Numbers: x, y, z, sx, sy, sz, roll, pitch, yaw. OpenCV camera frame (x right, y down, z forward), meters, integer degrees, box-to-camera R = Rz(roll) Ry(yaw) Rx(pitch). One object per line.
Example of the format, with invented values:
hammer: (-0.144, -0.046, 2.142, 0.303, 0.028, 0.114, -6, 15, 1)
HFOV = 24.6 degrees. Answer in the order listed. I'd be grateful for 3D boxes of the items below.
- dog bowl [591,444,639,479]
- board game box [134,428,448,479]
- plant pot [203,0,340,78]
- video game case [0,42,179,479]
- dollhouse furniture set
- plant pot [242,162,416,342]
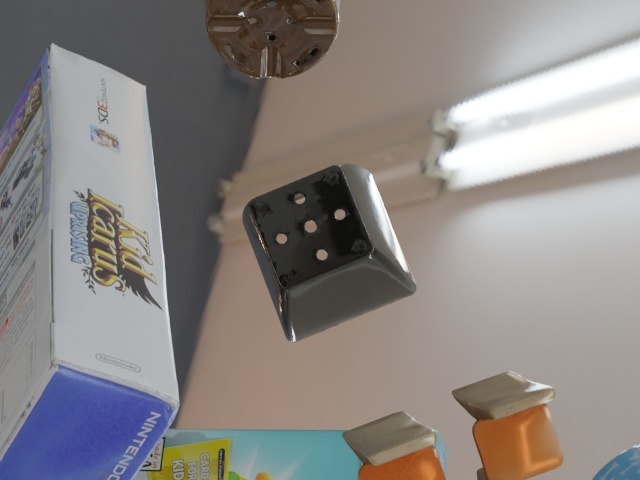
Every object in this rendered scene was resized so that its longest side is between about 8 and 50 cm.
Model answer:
dog bowl: (0.249, 0.292, 1.187, 0.297, 0.166, 0.074, -61, -159, 10)
board game box: (-0.049, 0.317, 1.448, 0.079, 0.336, 0.253, 59, 32, -63)
plant pot: (-0.046, -0.253, 1.432, 0.167, 0.167, 0.165, -54, -156, 32)
video game case: (-0.159, 0.080, 0.694, 0.269, 0.061, 0.244, -55, -151, 26)
dollhouse furniture set: (0.165, 0.206, 0.857, 0.135, 0.259, 0.262, 173, -102, -82)
plant pot: (0.000, 0.000, 1.895, 0.167, 0.187, 0.188, 60, 9, -73)
